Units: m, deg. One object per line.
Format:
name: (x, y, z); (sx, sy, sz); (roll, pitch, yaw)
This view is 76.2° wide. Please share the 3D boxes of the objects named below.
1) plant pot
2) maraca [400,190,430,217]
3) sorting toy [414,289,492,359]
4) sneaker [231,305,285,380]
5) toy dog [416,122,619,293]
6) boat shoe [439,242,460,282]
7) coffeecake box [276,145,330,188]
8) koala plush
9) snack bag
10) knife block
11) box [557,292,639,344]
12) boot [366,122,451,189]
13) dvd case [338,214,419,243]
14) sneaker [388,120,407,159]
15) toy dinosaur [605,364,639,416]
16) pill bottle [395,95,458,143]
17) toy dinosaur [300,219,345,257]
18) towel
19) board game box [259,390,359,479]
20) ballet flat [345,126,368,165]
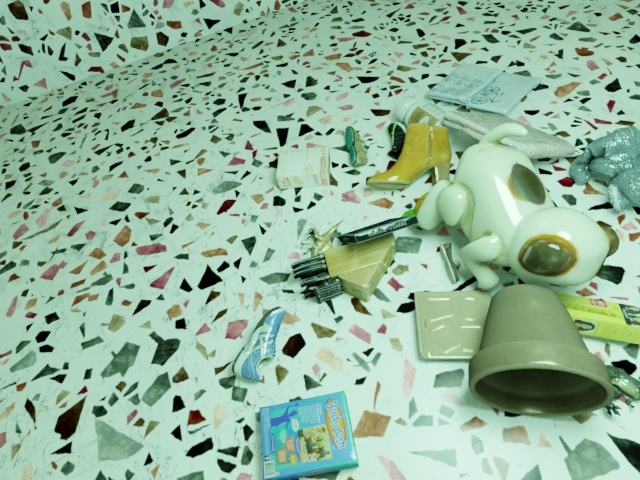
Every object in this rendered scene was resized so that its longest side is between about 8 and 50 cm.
plant pot: (0.462, 0.226, 0.892); (0.263, 0.263, 0.229); (4, 51, 14)
maraca: (0.340, -0.099, 1.272); (0.186, 0.099, 0.127); (-23, 15, 13)
sorting toy: (0.355, 0.219, 1.061); (0.209, 0.038, 0.192); (0, 52, 5)
sneaker: (-0.146, 0.275, 1.091); (0.081, 0.080, 0.211); (23, 69, 19)
toy dog: (0.508, -0.049, 1.017); (0.285, 0.395, 0.407); (-3, 41, -27)
boat shoe: (0.379, 0.061, 1.171); (0.043, 0.049, 0.137); (-7, 47, 3)
coffeecake box: (-0.060, -0.269, 1.500); (0.186, 0.068, 0.142); (-4, 51, 8)
koala plush: (0.891, -0.193, 1.195); (0.197, 0.203, 0.221); (-9, 63, 4)
snack bag: (0.651, -0.612, 1.623); (0.343, 0.037, 0.323); (29, 56, 33)
knife block: (0.061, 0.066, 1.200); (0.242, 0.088, 0.275); (22, 60, 25)
box: (0.663, 0.186, 0.995); (0.233, 0.058, 0.087); (9, 34, 19)
boot: (0.292, -0.285, 1.370); (0.296, 0.104, 0.211); (-4, 85, -5)
dvd case: (0.159, -0.030, 1.186); (0.180, 0.239, 0.029); (-18, 94, -7)
sneaker: (0.287, -0.352, 1.490); (0.097, 0.084, 0.234); (-22, 51, -5)
toy dinosaur: (0.641, 0.311, 0.913); (0.118, 0.064, 0.268); (-26, 47, -33)
pill bottle: (0.387, -0.441, 1.509); (0.131, 0.131, 0.229); (-30, 53, -13)
toy dinosaur: (0.000, 0.000, 1.297); (0.093, 0.053, 0.183); (29, 72, 15)
towel: (0.616, -0.348, 1.344); (0.332, 0.053, 0.317); (-9, 38, -32)
board game box: (-0.030, 0.451, 0.941); (0.211, 0.047, 0.160); (-12, 50, 2)
ballet flat: (0.139, -0.352, 1.541); (0.067, 0.073, 0.206); (8, 52, -18)
